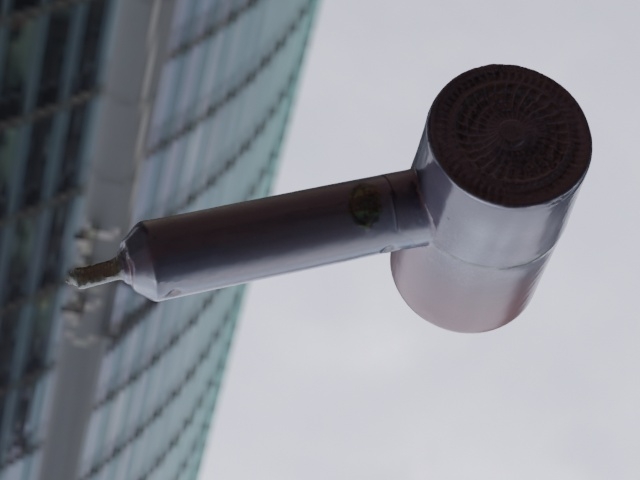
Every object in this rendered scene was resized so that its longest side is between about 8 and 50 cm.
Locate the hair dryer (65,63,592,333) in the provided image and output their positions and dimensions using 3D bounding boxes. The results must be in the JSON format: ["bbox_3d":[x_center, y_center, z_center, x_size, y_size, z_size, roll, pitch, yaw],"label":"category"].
[{"bbox_3d":[0.000,0.000,0.436,0.114,0.063,0.037,-11,-118,-14],"label":"hair dryer"}]
